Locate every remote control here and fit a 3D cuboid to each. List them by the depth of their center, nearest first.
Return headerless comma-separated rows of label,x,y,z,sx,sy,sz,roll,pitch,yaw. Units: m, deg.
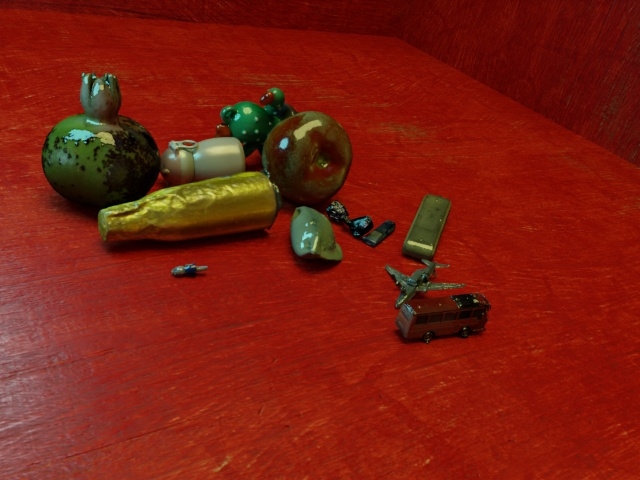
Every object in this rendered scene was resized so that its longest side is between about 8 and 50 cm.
remote control,0.171,-0.023,1.841,0.043,0.027,0.152,30,35,18

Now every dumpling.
dumpling,-0.002,-0.010,1.667,0.149,0.104,0.216,7,30,-12

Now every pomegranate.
pomegranate,-0.540,-0.251,1.614,0.285,0.340,0.285,9,27,-5

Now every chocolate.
chocolate,-0.319,-0.076,1.593,0.445,0.162,0.162,-11,38,-34
chocolate,0.082,-0.058,1.821,0.070,0.072,0.147,-15,35,-35

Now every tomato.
tomato,-0.048,-0.242,1.887,0.270,0.270,0.223,-8,13,-32

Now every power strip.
power strip,0.322,-0.048,1.914,0.092,0.066,0.387,18,33,11

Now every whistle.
whistle,-0.303,0.067,1.491,0.083,0.029,0.033,-5,19,-18

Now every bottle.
bottle,-0.345,-0.217,1.839,0.237,0.147,0.147,-6,35,-23

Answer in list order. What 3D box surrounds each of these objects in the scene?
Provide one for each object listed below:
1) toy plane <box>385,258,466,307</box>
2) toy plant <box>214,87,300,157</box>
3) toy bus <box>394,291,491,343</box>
toy plane,0.246,0.105,1.626,0.226,0.058,0.226,13,26,32
toy plant,-0.152,-0.351,2.013,0.400,0.279,0.185,9,63,-43
toy bus,0.287,0.175,1.488,0.235,0.096,0.073,-4,37,-26
